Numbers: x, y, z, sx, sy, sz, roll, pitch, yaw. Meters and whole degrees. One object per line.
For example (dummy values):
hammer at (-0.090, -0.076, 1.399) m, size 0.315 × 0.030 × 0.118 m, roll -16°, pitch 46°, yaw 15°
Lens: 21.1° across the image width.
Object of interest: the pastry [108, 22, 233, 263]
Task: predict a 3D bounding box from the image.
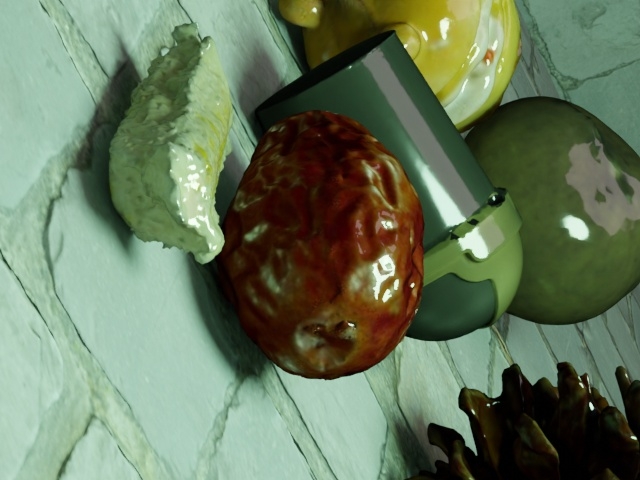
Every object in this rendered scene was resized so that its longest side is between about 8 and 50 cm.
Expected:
pastry at (-0.120, -0.074, 1.455) m, size 0.258 × 0.089 × 0.121 m, roll -82°, pitch 149°, yaw -57°

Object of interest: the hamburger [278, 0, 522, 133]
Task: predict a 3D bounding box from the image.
hamburger at (0.088, -0.269, 2.073) m, size 0.237 × 0.276 × 0.276 m, roll 15°, pitch 54°, yaw -56°

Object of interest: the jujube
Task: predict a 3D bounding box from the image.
jujube at (0.000, 0.000, 1.570) m, size 0.197 × 0.197 × 0.290 m, roll 55°, pitch 21°, yaw -36°

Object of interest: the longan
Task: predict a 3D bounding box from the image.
longan at (0.321, -0.042, 2.393) m, size 0.319 × 0.319 × 0.319 m, roll 56°, pitch 21°, yaw -34°

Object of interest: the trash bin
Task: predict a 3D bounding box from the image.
trash bin at (0.086, -0.040, 1.840) m, size 0.333 × 0.214 × 0.214 m, roll 59°, pitch 19°, yaw -12°

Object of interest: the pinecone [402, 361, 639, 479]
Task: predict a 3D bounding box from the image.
pinecone at (0.279, 0.302, 1.797) m, size 0.397 × 0.398 × 0.397 m, roll 56°, pitch 21°, yaw -34°
